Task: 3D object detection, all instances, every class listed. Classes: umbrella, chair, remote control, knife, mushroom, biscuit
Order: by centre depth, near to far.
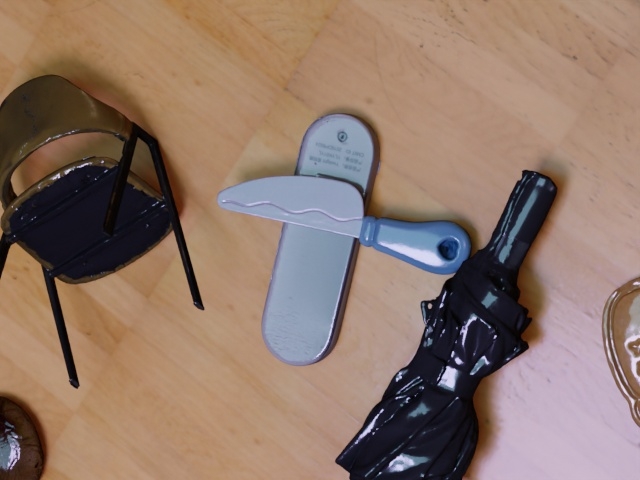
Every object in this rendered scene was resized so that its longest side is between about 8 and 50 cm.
[{"bbox_3d":[0.311,0.096,1.607,0.118,0.023,0.140,-27,83,19],"label":"biscuit"},{"bbox_3d":[0.127,0.093,1.642,0.118,0.118,0.340,26,95,17],"label":"umbrella"},{"bbox_3d":[0.023,-0.024,1.683,0.244,0.032,0.058,18,99,10],"label":"knife"},{"bbox_3d":[0.000,0.000,1.716,0.077,0.022,0.245,15,97,16],"label":"remote control"},{"bbox_3d":[-0.230,-0.023,1.732,0.159,0.172,0.247,-31,39,19],"label":"chair"},{"bbox_3d":[-0.338,0.217,1.833,0.123,0.052,0.123,2,96,17],"label":"mushroom"}]
